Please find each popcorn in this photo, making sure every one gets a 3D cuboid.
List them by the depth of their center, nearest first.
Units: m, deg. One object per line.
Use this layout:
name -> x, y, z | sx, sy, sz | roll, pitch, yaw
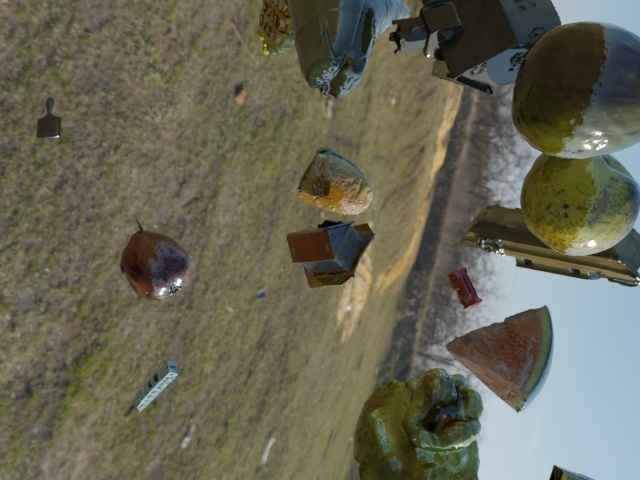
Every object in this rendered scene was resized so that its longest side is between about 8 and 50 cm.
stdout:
popcorn -> 0.200, 0.382, 1.210 | 0.226, 0.277, 0.276 | -23, 130, -58

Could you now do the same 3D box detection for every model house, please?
model house -> 0.237, -0.350, 1.085 | 0.204, 0.244, 0.211 | 97, -20, -66
model house -> 0.000, 0.000, 1.584 | 0.136, 0.219, 0.207 | 47, 57, -31

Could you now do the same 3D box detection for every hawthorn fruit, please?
hawthorn fruit -> -0.459, 0.048, 1.728 | 0.181, 0.235, 0.181 | -27, 165, -8

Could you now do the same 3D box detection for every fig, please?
fig -> 0.290, -0.112, 0.571 | 0.124, 0.237, 0.124 | -158, -90, -89

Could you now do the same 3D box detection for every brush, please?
brush -> -0.759, -0.345, 1.767 | 0.193, 0.063, 0.016 | -112, -156, -43

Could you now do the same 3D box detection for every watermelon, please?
watermelon -> 0.538, 0.362, 1.832 | 0.250, 0.293, 0.283 | 61, 38, -33

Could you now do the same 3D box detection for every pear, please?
pear -> 0.433, -0.066, 1.076 | 0.197, 0.198, 0.197 | 16, 90, -80

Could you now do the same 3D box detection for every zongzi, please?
zongzi -> 0.083, -0.357, 1.111 | 0.145, 0.300, 0.273 | -35, -123, 44

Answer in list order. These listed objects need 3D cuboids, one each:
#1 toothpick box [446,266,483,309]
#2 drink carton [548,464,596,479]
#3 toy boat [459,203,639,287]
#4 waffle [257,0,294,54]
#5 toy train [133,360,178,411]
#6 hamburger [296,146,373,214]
toothpick box -> 0.303, 0.102, 1.325 | 0.047, 0.047, 0.083 | 51, 13, -78
drink carton -> 0.395, 0.460, 1.028 | 0.056, 0.071, 0.165 | 102, 8, -85
toy boat -> 0.538, 0.009, 1.493 | 0.136, 0.446, 0.162 | -52, 135, -27
waffle -> -0.093, -0.627, 1.625 | 0.309, 0.065, 0.283 | -20, -108, 62
toy train -> -0.476, 0.420, 1.802 | 0.207, 0.047, 0.043 | -46, -137, 24
hamburger -> 0.051, -0.146, 1.701 | 0.135, 0.208, 0.155 | -62, -171, -28
